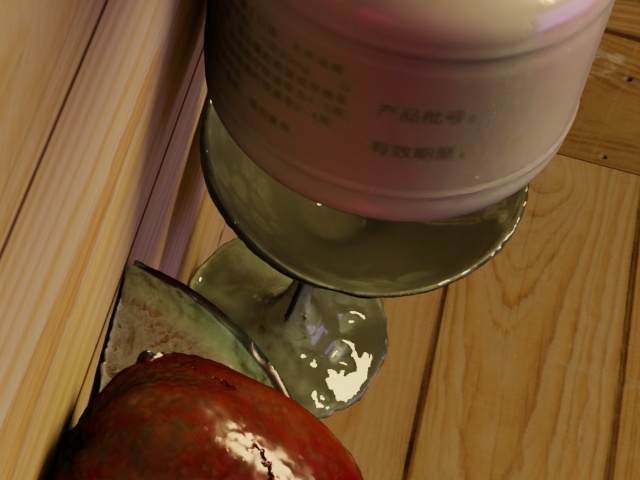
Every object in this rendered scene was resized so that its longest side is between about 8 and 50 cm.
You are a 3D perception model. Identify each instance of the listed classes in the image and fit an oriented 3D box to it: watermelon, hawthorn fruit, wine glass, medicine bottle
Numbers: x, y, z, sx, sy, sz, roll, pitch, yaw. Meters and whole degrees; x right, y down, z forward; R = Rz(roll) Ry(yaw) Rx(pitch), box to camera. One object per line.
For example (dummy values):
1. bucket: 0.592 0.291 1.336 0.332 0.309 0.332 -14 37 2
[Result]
1. watermelon: -0.101 0.172 1.222 0.224 0.180 0.305 10 -92 46
2. hawthorn fruit: -0.047 0.171 1.067 0.181 0.235 0.181 -61 180 -1
3. wine glass: 0.000 0.000 1.624 0.406 0.267 0.267 117 -11 -64
4. medicine bottle: 0.064 -0.199 1.137 0.325 0.256 0.256 100 3 -48
